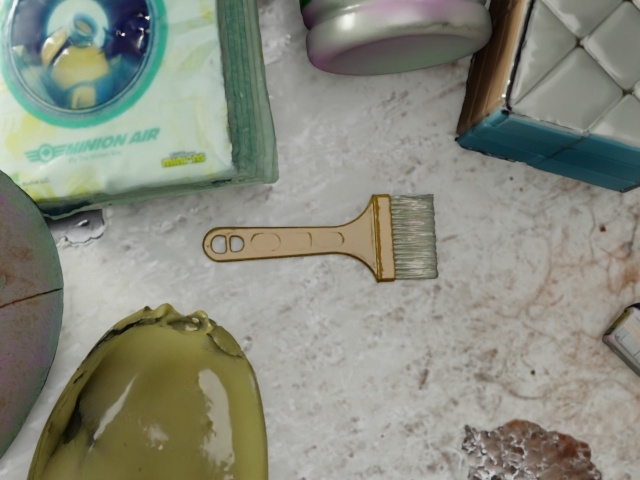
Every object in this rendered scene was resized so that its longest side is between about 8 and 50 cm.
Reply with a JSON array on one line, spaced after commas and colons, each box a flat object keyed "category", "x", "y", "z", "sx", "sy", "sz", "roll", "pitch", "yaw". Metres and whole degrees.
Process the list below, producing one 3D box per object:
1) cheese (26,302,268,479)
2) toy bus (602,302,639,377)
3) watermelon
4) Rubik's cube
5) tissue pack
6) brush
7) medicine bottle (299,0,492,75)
[{"category": "cheese", "x": -0.180, "y": 0.226, "z": 1.536, "sx": 0.259, "sy": 0.128, "sz": 0.316, "roll": 10, "pitch": 88, "yaw": -12}, {"category": "toy bus", "x": 0.406, "y": 0.149, "z": 1.636, "sx": 0.172, "sy": 0.057, "sz": 0.072, "roll": 45, "pitch": 87, "yaw": 2}, {"category": "watermelon", "x": -0.425, "y": 0.056, "z": 1.480, "sx": 0.222, "sy": 0.319, "sz": 0.292, "roll": 24, "pitch": 77, "yaw": 34}, {"category": "Rubik's cube", "x": 0.301, "y": -0.196, "z": 1.581, "sx": 0.231, "sy": 0.224, "sz": 0.221, "roll": 15, "pitch": 83, "yaw": -5}, {"category": "tissue pack", "x": -0.215, "y": -0.234, "z": 1.538, "sx": 0.287, "sy": 0.162, "sz": 0.388, "roll": -8, "pitch": 84, "yaw": 13}, {"category": "brush", "x": 0.000, "y": 0.000, "z": 1.634, "sx": 0.272, "sy": 0.013, "sz": 0.103, "roll": -2, "pitch": 83, "yaw": -5}, {"category": "medicine bottle", "x": 0.069, "y": -0.364, "z": 1.586, "sx": 0.212, "sy": 0.212, "sz": 0.326, "roll": -8, "pitch": 85, "yaw": -7}]
